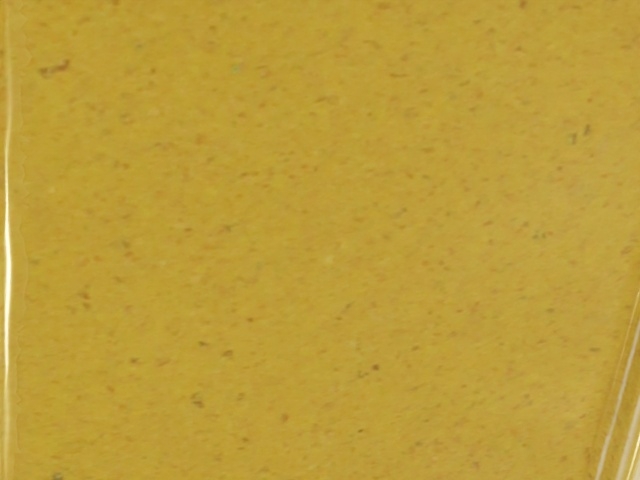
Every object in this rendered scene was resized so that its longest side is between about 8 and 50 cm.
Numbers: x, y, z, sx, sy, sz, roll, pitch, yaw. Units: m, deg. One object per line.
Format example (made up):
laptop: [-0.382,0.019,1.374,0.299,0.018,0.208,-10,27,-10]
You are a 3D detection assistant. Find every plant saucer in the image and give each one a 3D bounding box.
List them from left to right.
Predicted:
plant saucer: [0.000,0.000,0.413,0.333,0.081,0.332,-3,121,-18]
